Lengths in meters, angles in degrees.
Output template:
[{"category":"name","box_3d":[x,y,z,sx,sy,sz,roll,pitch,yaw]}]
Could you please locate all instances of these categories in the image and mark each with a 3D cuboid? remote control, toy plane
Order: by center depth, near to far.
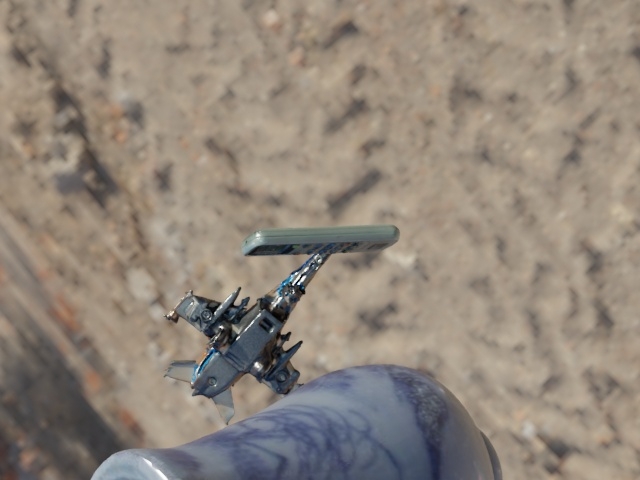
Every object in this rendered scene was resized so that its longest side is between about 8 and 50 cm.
[{"category":"remote control","box_3d":[0.000,0.000,1.482,0.053,0.124,0.017,150,117,-68]},{"category":"toy plane","box_3d":[-0.048,0.070,1.584,0.135,0.188,0.062,41,-162,-12]}]

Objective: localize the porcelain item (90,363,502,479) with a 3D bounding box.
[{"category":"porcelain item","box_3d":[-0.003,0.142,0.988,0.141,0.259,0.141,4,96,42]}]
